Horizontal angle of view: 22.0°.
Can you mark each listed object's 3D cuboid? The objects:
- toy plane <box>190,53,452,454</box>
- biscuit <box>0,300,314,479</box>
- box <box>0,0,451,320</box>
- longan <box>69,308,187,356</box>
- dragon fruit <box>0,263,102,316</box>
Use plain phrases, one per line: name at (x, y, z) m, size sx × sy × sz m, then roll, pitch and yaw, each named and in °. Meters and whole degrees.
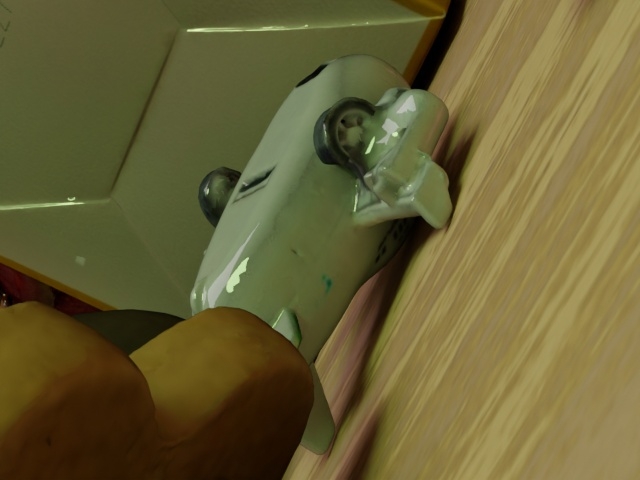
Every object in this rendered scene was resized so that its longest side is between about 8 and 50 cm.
toy plane at (-0.002, -0.002, 0.686) m, size 0.174 × 0.080 × 0.174 m, roll -47°, pitch 23°, yaw 28°
biscuit at (-0.123, 0.178, 0.544) m, size 0.275 × 0.052 × 0.355 m, roll 0°, pitch -62°, yaw -60°
box at (-0.080, -0.119, 1.002) m, size 0.214 × 0.259 × 0.284 m, roll -71°, pitch 7°, yaw -56°
longan at (-0.105, 0.124, 0.828) m, size 0.185 × 0.159 × 0.204 m, roll -52°, pitch -33°, yaw 1°
dragon fruit at (-0.159, -0.071, 1.313) m, size 0.329 × 0.329 × 0.329 m, roll -156°, pitch 90°, yaw -85°
